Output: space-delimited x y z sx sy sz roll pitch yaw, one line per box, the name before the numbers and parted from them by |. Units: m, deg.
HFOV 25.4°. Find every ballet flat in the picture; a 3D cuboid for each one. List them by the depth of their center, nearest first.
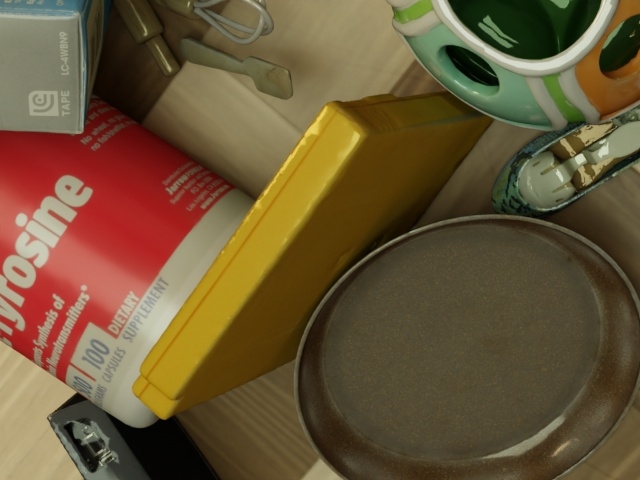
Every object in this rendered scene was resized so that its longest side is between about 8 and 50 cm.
ballet flat | 0.224 -0.072 1.216 0.188 0.070 0.070 -35 94 20

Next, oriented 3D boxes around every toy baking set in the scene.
toy baking set | -0.124 -0.220 1.233 0.197 0.030 0.256 -14 107 55

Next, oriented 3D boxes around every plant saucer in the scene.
plant saucer | 0.129 0.104 1.243 0.311 0.050 0.310 -3 120 -5

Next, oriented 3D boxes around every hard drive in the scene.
hard drive | -0.146 0.240 1.336 0.054 0.172 0.254 -34 92 11

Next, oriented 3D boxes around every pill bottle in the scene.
pill bottle | -0.260 -0.033 1.262 0.408 0.229 0.229 33 109 4

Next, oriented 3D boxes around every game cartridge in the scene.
game cartridge | 0.000 0.000 1.154 0.053 0.324 0.285 42 110 14

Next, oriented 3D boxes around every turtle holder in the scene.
turtle holder | 0.152 -0.233 1.105 0.243 0.227 0.320 -30 94 21

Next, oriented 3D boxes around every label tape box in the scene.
label tape box | -0.348 -0.199 1.138 0.348 0.249 0.115 1 126 -2
